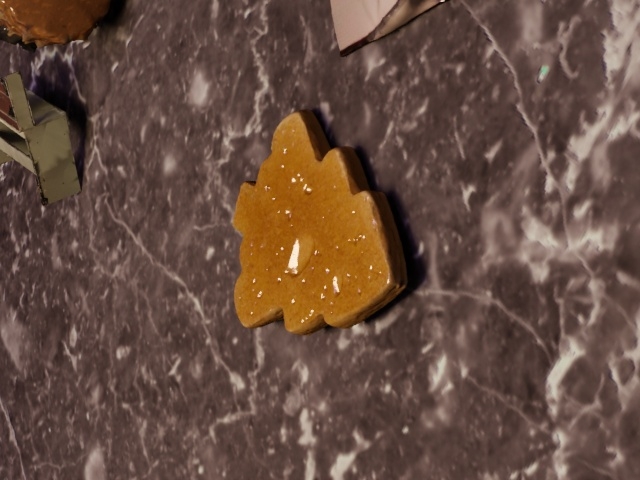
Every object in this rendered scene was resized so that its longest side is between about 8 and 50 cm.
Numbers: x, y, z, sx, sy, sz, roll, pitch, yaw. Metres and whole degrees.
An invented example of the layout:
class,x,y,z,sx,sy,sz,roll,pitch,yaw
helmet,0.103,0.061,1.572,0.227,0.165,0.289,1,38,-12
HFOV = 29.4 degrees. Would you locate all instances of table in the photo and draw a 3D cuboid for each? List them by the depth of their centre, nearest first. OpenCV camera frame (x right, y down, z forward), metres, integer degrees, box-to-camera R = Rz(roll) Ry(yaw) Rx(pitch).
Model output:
class,x,y,z,sx,sy,sz,roll,pitch,yaw
table,-0.361,-0.149,1.461,0.146,0.062,0.175,32,138,45

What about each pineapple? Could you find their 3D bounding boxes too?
class,x,y,z,sx,sy,sz,roll,pitch,yaw
pineapple,-0.370,-0.309,1.471,0.365,0.166,0.165,16,103,58

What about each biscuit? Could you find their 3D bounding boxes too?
class,x,y,z,sx,sy,sz,roll,pitch,yaw
biscuit,0.000,0.000,1.091,0.239,0.041,0.212,27,105,47

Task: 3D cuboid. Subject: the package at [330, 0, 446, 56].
class,x,y,z,sx,sy,sz,roll,pitch,yaw
package,0.065,-0.285,1.005,0.251,0.062,0.203,-26,71,61
